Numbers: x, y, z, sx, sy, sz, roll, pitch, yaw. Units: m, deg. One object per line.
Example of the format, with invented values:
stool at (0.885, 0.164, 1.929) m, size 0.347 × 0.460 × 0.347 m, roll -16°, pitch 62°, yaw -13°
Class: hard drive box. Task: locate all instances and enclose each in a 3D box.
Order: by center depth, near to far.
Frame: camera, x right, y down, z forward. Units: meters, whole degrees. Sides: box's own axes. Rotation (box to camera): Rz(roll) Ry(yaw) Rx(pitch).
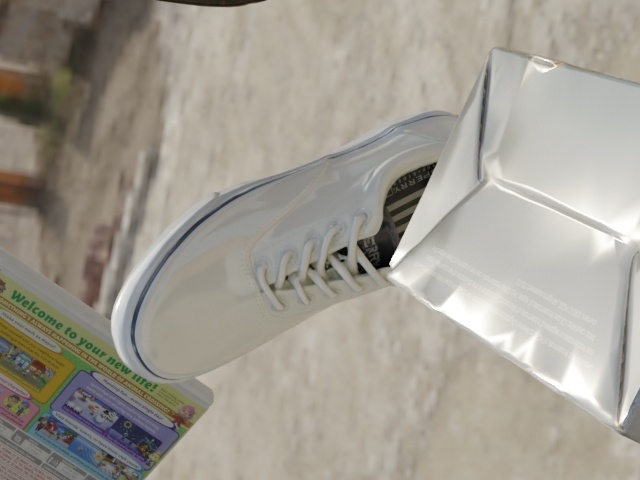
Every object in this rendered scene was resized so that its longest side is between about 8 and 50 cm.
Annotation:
hard drive box at (0.162, 0.034, 0.532) m, size 0.089 × 0.232 × 0.181 m, roll -65°, pitch 21°, yaw 4°

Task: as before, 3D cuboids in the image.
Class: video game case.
video game case at (-0.223, 0.131, 1.333) m, size 0.193 × 0.212 × 0.023 m, roll -48°, pitch 19°, yaw 17°

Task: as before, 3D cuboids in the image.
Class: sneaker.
sneaker at (0.000, 0.000, 0.986) m, size 0.091 × 0.258 × 0.094 m, roll 21°, pitch 141°, yaw 60°

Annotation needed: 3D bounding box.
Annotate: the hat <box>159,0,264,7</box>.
hat at (-0.142, -0.255, 0.971) m, size 0.331 × 0.331 × 0.134 m, roll -106°, pitch 25°, yaw -55°
